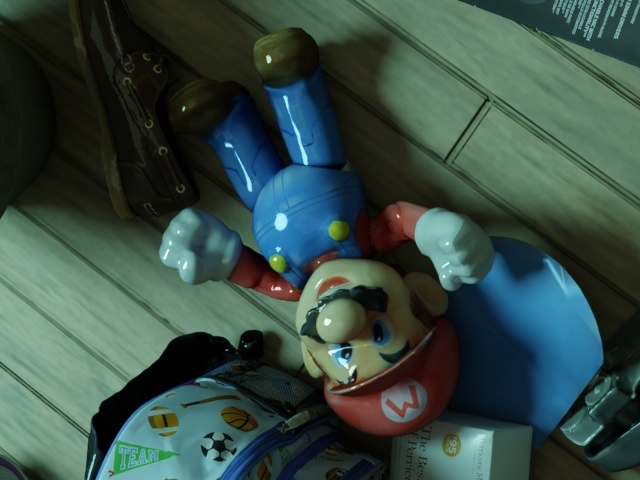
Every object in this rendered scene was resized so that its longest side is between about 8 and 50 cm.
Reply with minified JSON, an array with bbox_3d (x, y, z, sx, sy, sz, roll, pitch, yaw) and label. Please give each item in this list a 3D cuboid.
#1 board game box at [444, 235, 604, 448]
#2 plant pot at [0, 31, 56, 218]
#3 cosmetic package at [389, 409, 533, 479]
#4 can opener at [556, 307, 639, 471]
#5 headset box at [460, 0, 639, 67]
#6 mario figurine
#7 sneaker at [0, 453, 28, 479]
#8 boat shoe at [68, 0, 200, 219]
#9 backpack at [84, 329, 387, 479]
[{"bbox_3d":[0.156,0.077,1.346,0.133,0.033,0.169,46,129,22],"label":"board game box"},{"bbox_3d":[-0.322,-0.095,1.384,0.263,0.229,0.263,2,97,18],"label":"plant pot"},{"bbox_3d":[0.100,0.256,1.350,0.099,0.060,0.239,6,93,38],"label":"cosmetic package"},{"bbox_3d":[0.289,0.058,1.300,0.095,0.076,0.283,37,108,-23],"label":"can opener"},{"bbox_3d":[0.201,-0.253,1.261,0.293,0.110,0.218,22,102,15],"label":"headset box"},{"bbox_3d":[0.000,0.000,1.317,0.198,0.170,0.321,-42,72,52],"label":"mario figurine"},{"bbox_3d":[-0.282,0.335,1.498,0.152,0.114,0.305,-20,85,33],"label":"sneaker"},{"bbox_3d":[-0.148,-0.122,1.412,0.073,0.073,0.207,-11,99,17],"label":"boat shoe"},{"bbox_3d":[-0.086,0.229,1.318,0.213,0.263,0.277,19,101,25],"label":"backpack"}]
